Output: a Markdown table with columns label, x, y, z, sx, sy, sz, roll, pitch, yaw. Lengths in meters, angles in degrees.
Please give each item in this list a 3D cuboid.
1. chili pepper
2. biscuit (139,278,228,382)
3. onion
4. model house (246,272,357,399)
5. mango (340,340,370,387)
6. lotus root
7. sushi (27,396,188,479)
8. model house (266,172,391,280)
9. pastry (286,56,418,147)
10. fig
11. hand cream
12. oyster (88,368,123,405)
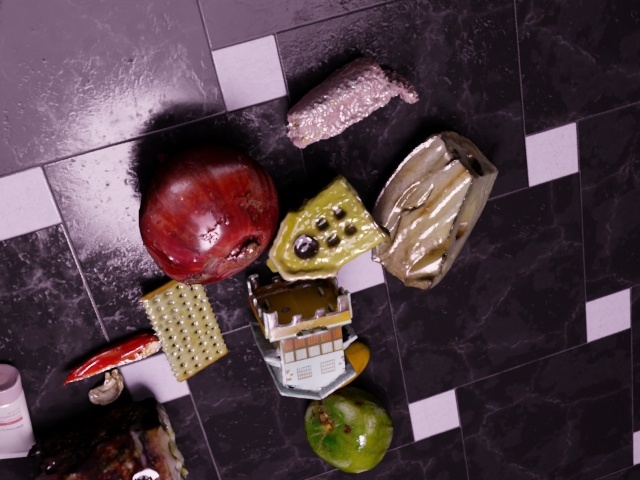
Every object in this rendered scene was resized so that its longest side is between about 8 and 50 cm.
| label | x | y | z | sx | sy | sz | roll | pitch | yaw |
| --- | --- | --- | --- | --- | --- | --- | --- | --- | --- |
| chili pepper | -0.412 | 0.235 | 1.821 | 0.267 | 0.051 | 0.059 | -21 | 162 | -6 |
| biscuit | -0.281 | 0.181 | 1.827 | 0.139 | 0.016 | 0.232 | -31 | 124 | -25 |
| onion | -0.205 | -0.043 | 1.627 | 0.276 | 0.276 | 0.276 | -7 | 118 | -14 |
| model house | -0.041 | 0.183 | 1.814 | 0.198 | 0.224 | 0.215 | -11 | 115 | -14 |
| mango | 0.035 | 0.282 | 1.960 | 0.163 | 0.089 | 0.111 | -1 | 122 | -30 |
| lotus root | 0.235 | -0.069 | 1.824 | 0.210 | 0.142 | 0.314 | 39 | 113 | 11 |
| sushi | -0.424 | 0.513 | 1.818 | 0.294 | 0.281 | 0.300 | -20 | 93 | -9 |
| model house | 0.000 | 0.000 | 1.719 | 0.234 | 0.193 | 0.175 | -40 | 95 | 2 |
| pastry | 0.051 | -0.274 | 1.670 | 0.265 | 0.103 | 0.112 | -24 | 128 | -7 |
| fig | 0.097 | 0.423 | 2.025 | 0.235 | 0.203 | 0.203 | -10 | 124 | -48 |
| hand cream | -0.660 | 0.371 | 1.803 | 0.133 | 0.083 | 0.248 | -2 | 126 | -14 |
| oyster | -0.456 | 0.309 | 1.862 | 0.083 | 0.038 | 0.081 | -5 | 110 | 14 |
